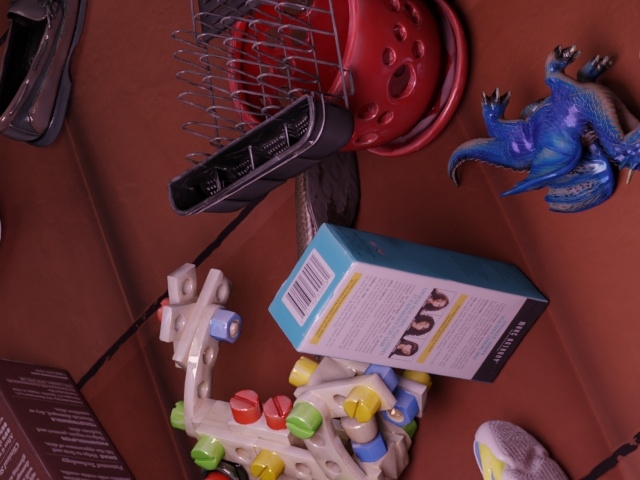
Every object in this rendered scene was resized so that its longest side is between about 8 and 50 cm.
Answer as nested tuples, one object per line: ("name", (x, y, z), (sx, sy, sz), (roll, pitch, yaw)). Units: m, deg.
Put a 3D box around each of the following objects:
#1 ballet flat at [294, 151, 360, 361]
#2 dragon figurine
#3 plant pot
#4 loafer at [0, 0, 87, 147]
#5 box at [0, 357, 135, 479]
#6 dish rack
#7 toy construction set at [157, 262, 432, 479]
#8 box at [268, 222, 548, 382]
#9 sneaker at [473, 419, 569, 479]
("ballet flat", (0.000, 0.000, 1.975), (0.058, 0.084, 0.250), (-14, 77, 43))
("dragon figurine", (0.207, -0.075, 1.757), (0.289, 0.085, 0.144), (-31, 59, 37))
("plant pot", (0.030, -0.174, 1.906), (0.191, 0.174, 0.191), (-13, 72, 44))
("loafer", (-0.344, -0.250, 2.398), (0.096, 0.084, 0.267), (-2, 80, 47))
("box", (-0.297, 0.319, 2.176), (0.191, 0.143, 0.381), (-57, 44, 20))
("dish rack", (-0.063, -0.171, 1.826), (0.208, 0.074, 0.271), (-28, 61, 41))
("toy construction set", (-0.042, 0.155, 1.883), (0.327, 0.151, 0.215), (24, 143, 38))
("box", (0.080, 0.057, 1.744), (0.100, 0.244, 0.060), (-57, 45, 21))
("sneaker", (0.172, 0.276, 1.709), (0.126, 0.091, 0.240), (-49, 50, 29))
